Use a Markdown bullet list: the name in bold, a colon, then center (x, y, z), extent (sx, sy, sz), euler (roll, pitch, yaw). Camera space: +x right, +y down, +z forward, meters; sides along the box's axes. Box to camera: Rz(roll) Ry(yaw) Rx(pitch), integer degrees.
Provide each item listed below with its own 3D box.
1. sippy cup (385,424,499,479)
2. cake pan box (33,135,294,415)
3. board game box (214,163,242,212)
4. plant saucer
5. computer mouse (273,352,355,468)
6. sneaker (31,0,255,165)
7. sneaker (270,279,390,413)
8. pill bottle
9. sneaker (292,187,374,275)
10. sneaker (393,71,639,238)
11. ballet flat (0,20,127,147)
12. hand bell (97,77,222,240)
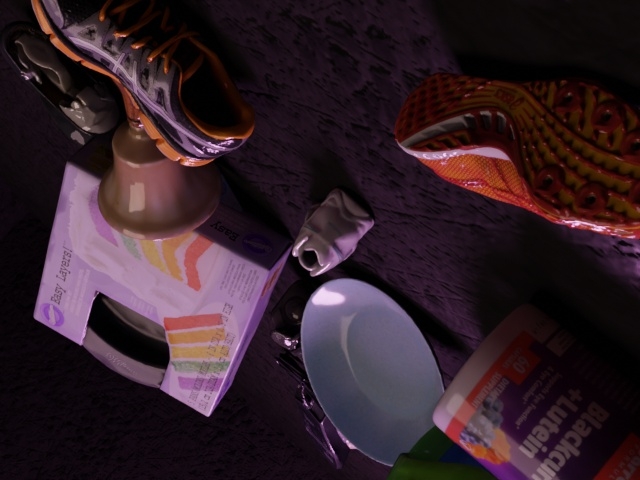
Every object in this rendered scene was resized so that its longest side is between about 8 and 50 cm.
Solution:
- **sippy cup**: center (0.197, 0.273, 0.891), extent (0.224, 0.305, 0.240), euler (10, 102, 50)
- **cake pan box**: center (-0.184, 0.047, 1.209), extent (0.245, 0.070, 0.267), euler (31, 131, 5)
- **board game box**: center (-0.132, -0.071, 1.171), extent (0.090, 0.020, 0.090), euler (36, 165, 29)
- **plant saucer**: center (0.058, 0.123, 1.059), extent (0.195, 0.037, 0.195), euler (23, 123, 41)
- **computer mouse**: center (0.025, 0.298, 1.809), extent (0.184, 0.060, 0.262), euler (35, 154, 48)
- **sneaker**: center (-0.126, -0.146, 0.814), extent (0.083, 0.084, 0.215), euler (0, 141, 52)
- **sneaker**: center (0.017, 0.118, 1.182), extent (0.130, 0.087, 0.227), euler (43, 174, -27)
- **pill bottle**: center (0.179, 0.140, 0.719), extent (0.193, 0.108, 0.108), euler (39, 166, 17)
- **sneaker**: center (0.000, 0.000, 0.919), extent (0.053, 0.061, 0.152), euler (41, 168, 3)
- **sneaker**: center (0.107, -0.040, 0.507), extent (0.067, 0.064, 0.175), euler (28, -177, -35)
- **ballet flat**: center (-0.276, -0.165, 1.202), extent (0.203, 0.074, 0.074), euler (46, 167, -3)
- **hand bell**: center (-0.167, -0.122, 0.999), extent (0.126, 0.126, 0.242), euler (36, 153, 27)
